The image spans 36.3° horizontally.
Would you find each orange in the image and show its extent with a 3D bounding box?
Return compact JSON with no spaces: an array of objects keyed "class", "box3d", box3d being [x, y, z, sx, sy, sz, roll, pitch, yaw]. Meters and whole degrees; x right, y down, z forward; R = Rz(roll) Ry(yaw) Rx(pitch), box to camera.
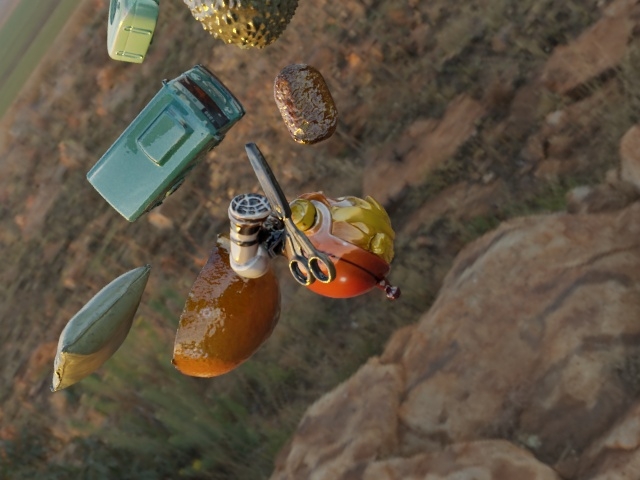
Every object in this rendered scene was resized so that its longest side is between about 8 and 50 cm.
[{"class":"orange","box3d":[-0.207,0.137,2.081,0.274,0.274,0.310,-46,38,20]}]

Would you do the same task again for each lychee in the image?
[{"class":"lychee","box3d":[-0.159,-0.531,2.009,0.255,0.274,0.255,-7,57,10]}]

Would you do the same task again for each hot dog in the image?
[{"class":"hot dog","box3d":[-0.028,-0.242,1.738,0.099,0.147,0.065,-25,0,10]}]

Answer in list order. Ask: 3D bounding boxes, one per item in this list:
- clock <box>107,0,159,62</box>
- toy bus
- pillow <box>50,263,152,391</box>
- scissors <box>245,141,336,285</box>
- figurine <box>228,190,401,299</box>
[{"class":"clock","box3d":[-0.288,-0.398,1.527,0.159,0.066,0.210,139,135,-63]},{"class":"toy bus","box3d":[-0.258,-0.160,1.624,0.256,0.128,0.147,-42,4,28]},{"class":"pillow","box3d":[-0.348,0.143,1.526,0.185,0.075,0.302,-50,1,-26]},{"class":"scissors","box3d":[-0.048,-0.035,1.331,0.017,0.220,0.088,-35,16,-34]},{"class":"figurine","box3d":[-0.002,0.004,1.815,0.320,0.323,0.196,37,-121,-80]}]
